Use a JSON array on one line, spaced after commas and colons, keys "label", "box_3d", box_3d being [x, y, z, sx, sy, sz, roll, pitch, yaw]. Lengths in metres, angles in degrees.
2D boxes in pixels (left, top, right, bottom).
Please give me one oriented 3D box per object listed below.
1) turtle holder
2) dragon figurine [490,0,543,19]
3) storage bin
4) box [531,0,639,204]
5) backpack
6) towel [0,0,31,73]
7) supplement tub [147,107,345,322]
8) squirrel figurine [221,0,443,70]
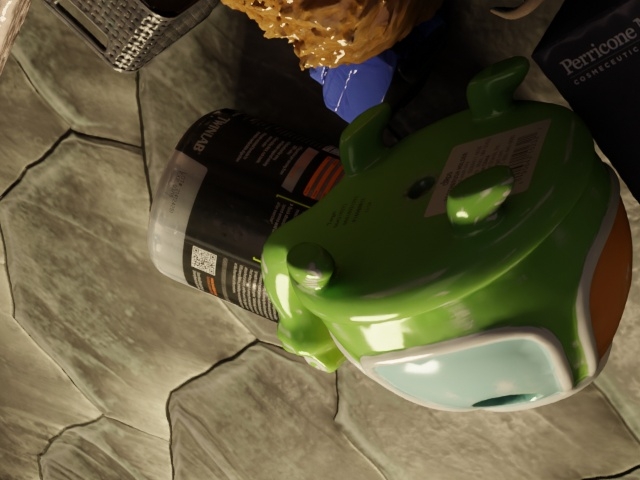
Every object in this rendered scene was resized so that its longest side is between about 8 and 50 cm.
[{"label": "turtle holder", "box_3d": [0.093, 0.034, 0.831, 0.320, 0.243, 0.227, -31, 116, 11]}, {"label": "dragon figurine", "box_3d": [0.209, -0.291, 0.825, 0.085, 0.144, 0.289, 24, 159, 11]}, {"label": "storage bin", "box_3d": [-0.164, -0.255, 0.991, 0.122, 0.180, 0.084, 43, 132, -5]}, {"label": "box", "box_3d": [0.399, -0.130, 0.779, 0.343, 0.179, 0.312, -28, 107, 38]}, {"label": "backpack", "box_3d": [0.057, -0.178, 0.968, 0.101, 0.120, 0.098, 40, 140, 9]}, {"label": "towel", "box_3d": [-0.273, -0.270, 0.946, 0.053, 0.332, 0.317, 22, 132, -16]}, {"label": "supplement tub", "box_3d": [0.000, 0.000, 1.073, 0.316, 0.193, 0.194, 22, 130, 14]}, {"label": "squirrel figurine", "box_3d": [-0.042, -0.345, 0.810, 0.370, 0.281, 0.397, 29, 127, 17]}]
